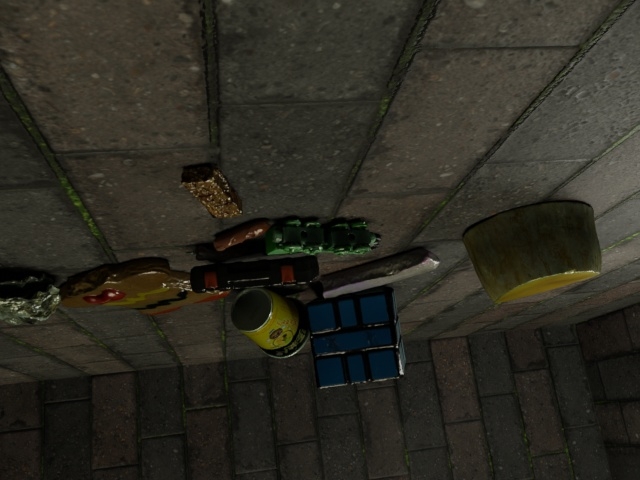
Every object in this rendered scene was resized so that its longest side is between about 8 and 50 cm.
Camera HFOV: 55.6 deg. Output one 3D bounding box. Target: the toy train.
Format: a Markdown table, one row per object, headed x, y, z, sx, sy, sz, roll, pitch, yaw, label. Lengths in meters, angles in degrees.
| x | y | z | sx | sy | sz | roll | pitch | yaw | label |
| --- | --- | --- | --- | --- | --- | --- | --- | --- | --- |
| 0.000 | 0.000 | 1.381 | 0.251 | 0.085 | 0.119 | 3 | 166 | -25 | toy train |

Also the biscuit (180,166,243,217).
| x | y | z | sx | sy | sz | roll | pitch | yaw | label |
| --- | --- | --- | --- | --- | --- | --- | --- | --- | --- |
| -0.191 | -0.084 | 1.099 | 0.064 | 0.034 | 0.199 | -8 | 164 | 5 | biscuit |

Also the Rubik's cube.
| x | y | z | sx | sy | sz | roll | pitch | yaw | label |
| --- | --- | --- | --- | --- | --- | --- | --- | --- | --- |
| 0.122 | 0.310 | 2.001 | 0.288 | 0.284 | 0.293 | -10 | 180 | 6 | Rubik's cube |

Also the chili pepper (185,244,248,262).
| x | y | z | sx | sy | sz | roll | pitch | yaw | label |
| --- | --- | --- | --- | --- | --- | --- | --- | --- | --- |
| -0.242 | 0.033 | 1.445 | 0.153 | 0.041 | 0.050 | 2 | -157 | -29 | chili pepper |

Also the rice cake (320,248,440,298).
| x | y | z | sx | sy | sz | roll | pitch | yaw | label |
| --- | --- | --- | --- | --- | --- | --- | --- | --- | --- |
| 0.158 | 0.097 | 1.776 | 0.399 | 0.064 | 0.070 | -19 | 152 | 32 | rice cake |

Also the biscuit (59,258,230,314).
| x | y | z | sx | sy | sz | roll | pitch | yaw | label |
| --- | --- | --- | --- | --- | --- | --- | --- | --- | --- |
| -0.483 | 0.147 | 1.657 | 0.368 | 0.076 | 0.394 | -16 | 161 | 24 | biscuit |

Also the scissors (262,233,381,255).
| x | y | z | sx | sy | sz | roll | pitch | yaw | label |
| --- | --- | --- | --- | --- | --- | --- | --- | --- | --- |
| 0.004 | 0.018 | 1.531 | 0.300 | 0.022 | 0.109 | -5 | 159 | -5 | scissors |

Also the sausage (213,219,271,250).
| x | y | z | sx | sy | sz | roll | pitch | yaw | label |
| --- | --- | --- | --- | --- | --- | --- | --- | --- | --- |
| -0.176 | -0.013 | 1.337 | 0.158 | 0.042 | 0.036 | -20 | 121 | 31 | sausage |

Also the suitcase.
| x | y | z | sx | sy | sz | roll | pitch | yaw | label |
| --- | --- | --- | --- | --- | --- | --- | --- | --- | --- |
| -0.152 | 0.079 | 1.470 | 0.285 | 0.066 | 0.206 | -5 | 180 | 6 | suitcase |

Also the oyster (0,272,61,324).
| x | y | z | sx | sy | sz | roll | pitch | yaw | label |
| --- | --- | --- | --- | --- | --- | --- | --- | --- | --- |
| -0.745 | 0.153 | 1.508 | 0.198 | 0.112 | 0.268 | -6 | 166 | -3 | oyster |

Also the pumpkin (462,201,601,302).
| x | y | z | sx | sy | sz | roll | pitch | yaw | label |
| --- | --- | --- | --- | --- | --- | --- | --- | --- | --- |
| 0.545 | 0.046 | 1.561 | 0.332 | 0.199 | 0.332 | -5 | 166 | -1 | pumpkin |

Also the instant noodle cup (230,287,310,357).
| x | y | z | sx | sy | sz | roll | pitch | yaw | label |
| --- | --- | --- | --- | --- | --- | --- | --- | --- | --- |
| -0.166 | 0.247 | 1.935 | 0.215 | 0.216 | 0.236 | -13 | 153 | 18 | instant noodle cup |
